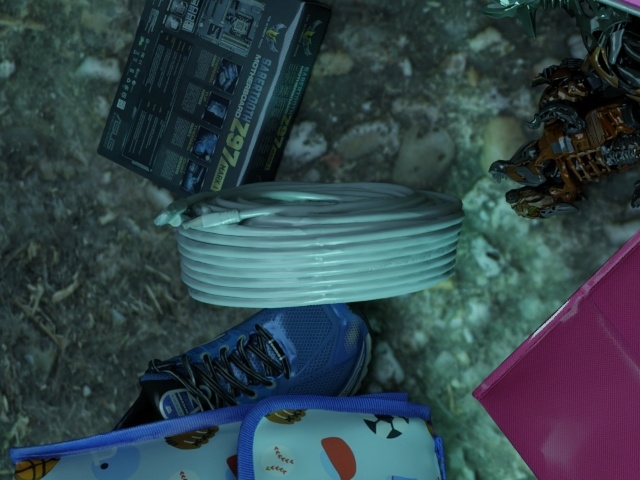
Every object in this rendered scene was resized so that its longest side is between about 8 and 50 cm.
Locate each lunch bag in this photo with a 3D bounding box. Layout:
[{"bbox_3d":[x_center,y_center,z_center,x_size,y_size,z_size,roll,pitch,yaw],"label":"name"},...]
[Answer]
[{"bbox_3d":[-0.066,0.320,1.323,0.385,0.239,0.328,-9,66,8],"label":"lunch bag"}]

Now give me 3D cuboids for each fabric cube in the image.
[{"bbox_3d":[0.325,0.130,1.146,0.259,0.254,0.258,-48,66,24],"label":"fabric cube"}]

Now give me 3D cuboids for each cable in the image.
[{"bbox_3d":[0.000,0.000,1.345,0.257,0.257,0.089,1,98,10],"label":"cable"}]

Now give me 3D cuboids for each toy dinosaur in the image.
[{"bbox_3d":[0.264,-0.156,1.270,0.322,0.164,0.218,-39,86,7],"label":"toy dinosaur"}]

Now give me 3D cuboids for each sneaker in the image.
[{"bbox_3d":[-0.086,0.152,1.464,0.330,0.147,0.130,-41,72,25],"label":"sneaker"}]

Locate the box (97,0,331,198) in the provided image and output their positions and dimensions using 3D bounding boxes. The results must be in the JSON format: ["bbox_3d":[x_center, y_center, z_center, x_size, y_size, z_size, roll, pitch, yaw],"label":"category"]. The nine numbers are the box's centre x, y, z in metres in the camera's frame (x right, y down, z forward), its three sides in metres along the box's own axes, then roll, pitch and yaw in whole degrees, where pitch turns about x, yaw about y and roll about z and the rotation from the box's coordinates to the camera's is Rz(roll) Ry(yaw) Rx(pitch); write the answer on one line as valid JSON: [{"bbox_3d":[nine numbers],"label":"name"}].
[{"bbox_3d":[-0.110,-0.159,1.518,0.183,0.059,0.233,26,104,28],"label":"box"}]

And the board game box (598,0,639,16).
[{"bbox_3d":[0.412,-0.312,1.115,0.390,0.050,0.390,25,93,15],"label":"board game box"}]
